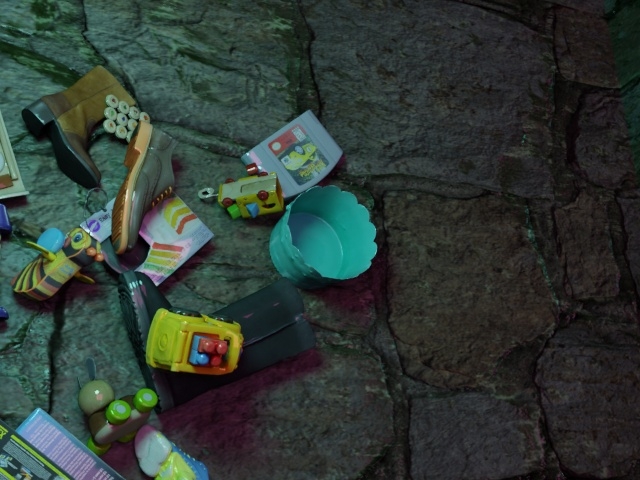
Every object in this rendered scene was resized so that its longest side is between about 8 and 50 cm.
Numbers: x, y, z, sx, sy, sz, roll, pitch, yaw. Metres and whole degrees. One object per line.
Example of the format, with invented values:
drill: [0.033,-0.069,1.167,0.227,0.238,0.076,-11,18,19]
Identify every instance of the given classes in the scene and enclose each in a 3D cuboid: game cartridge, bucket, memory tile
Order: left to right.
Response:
memory tile: [-0.514,-0.315,1.946,0.148,0.012,0.113,26,57,-49]
game cartridge: [-0.071,-0.244,2.165,0.294,0.060,0.196,-41,97,-31]
bucket: [0.000,0.000,2.038,0.281,0.183,0.281,9,69,-25]

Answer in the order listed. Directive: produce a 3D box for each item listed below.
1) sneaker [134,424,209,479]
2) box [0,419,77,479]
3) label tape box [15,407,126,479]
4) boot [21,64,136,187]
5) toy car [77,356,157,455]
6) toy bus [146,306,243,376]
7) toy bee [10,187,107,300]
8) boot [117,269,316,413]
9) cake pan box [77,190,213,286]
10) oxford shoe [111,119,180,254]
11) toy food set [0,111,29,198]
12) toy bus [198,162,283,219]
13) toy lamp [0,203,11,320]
sneaker: [-0.347,0.542,1.743,0.240,0.091,0.126,51,11,20]
box: [-0.654,0.494,1.448,0.270,0.060,0.216,42,45,-8]
label tape box: [-0.577,0.575,1.586,0.348,0.115,0.249,44,59,-9]
boot: [-0.595,-0.301,1.919,0.264,0.096,0.280,47,47,-4]
toy car: [-0.496,0.366,1.683,0.188,0.155,0.149,48,33,18]
toy bus: [-0.251,0.241,1.642,0.220,0.211,0.149,14,84,-35]
toy bee: [-0.585,0.027,1.688,0.195,0.162,0.298,16,103,-48]
boot: [-0.250,0.187,1.836,0.445,0.146,0.366,-19,105,-27]
cake pan box: [-0.452,-0.014,1.881,0.245,0.070,0.267,48,60,-2]
oxford shoe: [-0.431,-0.126,1.821,0.133,0.130,0.363,19,65,-26]
toy food set: [-0.849,-0.226,1.737,0.220,0.092,0.306,-15,80,-30]
toy bus: [-0.199,-0.112,2.015,0.191,0.202,0.104,-41,136,-25]
toy lamp: [-0.762,0.048,1.697,0.080,0.080,0.274,4,72,-26]
